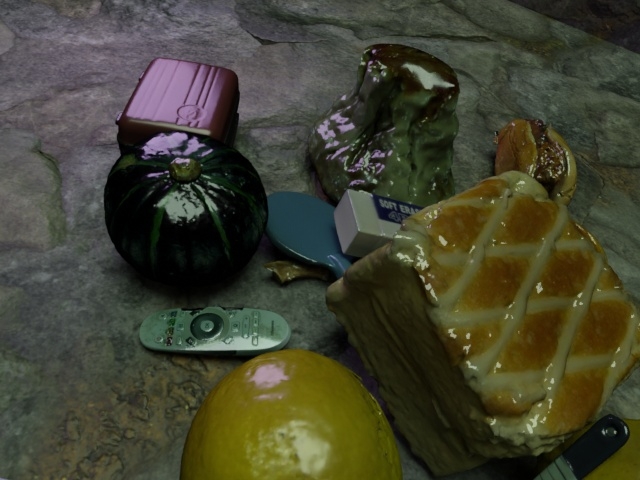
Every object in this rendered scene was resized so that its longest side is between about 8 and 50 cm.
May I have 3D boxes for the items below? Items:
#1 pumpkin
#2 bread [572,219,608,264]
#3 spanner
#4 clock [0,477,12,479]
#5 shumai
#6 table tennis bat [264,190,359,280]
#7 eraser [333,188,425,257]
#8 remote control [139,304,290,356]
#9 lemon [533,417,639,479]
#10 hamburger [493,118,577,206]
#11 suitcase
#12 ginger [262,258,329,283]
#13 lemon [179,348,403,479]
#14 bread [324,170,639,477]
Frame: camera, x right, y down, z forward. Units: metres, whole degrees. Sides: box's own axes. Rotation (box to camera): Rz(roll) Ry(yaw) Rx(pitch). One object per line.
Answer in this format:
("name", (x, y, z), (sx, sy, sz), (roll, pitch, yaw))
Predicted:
("pumpkin", (-0.246, -0.068, 0.992), (0.315, 0.238, 0.315), (6, 51, -8))
("bread", (0.432, 0.034, 1.090), (0.143, 0.195, 0.270), (-21, 51, -37))
("spanner", (0.284, 0.347, 0.713), (0.024, 0.316, 0.087), (34, 15, -31))
("clock", (-0.394, 0.408, 0.625), (0.186, 0.083, 0.253), (14, 46, 1))
("shumai", (0.163, -0.258, 1.213), (0.324, 0.323, 0.397), (-13, 54, -26))
("table tennis bat", (0.000, 0.000, 1.093), (0.215, 0.044, 0.329), (-4, 40, -36))
("eraser", (0.170, -0.012, 1.104), (0.279, 0.081, 0.124), (12, 43, -23))
("remote control", (-0.180, 0.158, 0.935), (0.256, 0.045, 0.097), (4, 46, -5))
("lemon", (0.457, 0.384, 0.720), (0.316, 0.285, 0.285), (-5, 26, 47))
("hamburger", (0.528, -0.181, 1.336), (0.156, 0.245, 0.282), (12, 90, -8))
("suitcase", (-0.309, -0.272, 1.225), (0.236, 0.161, 0.297), (9, 46, -4))
("ginger", (-0.049, 0.058, 1.061), (0.137, 0.044, 0.057), (-4, 18, -25))
("lemon", (-0.036, 0.288, 0.687), (0.297, 0.297, 0.297), (7, 47, -7))
("bread", (0.260, 0.117, 0.861), (0.390, 0.279, 0.371), (-22, 77, -32))
